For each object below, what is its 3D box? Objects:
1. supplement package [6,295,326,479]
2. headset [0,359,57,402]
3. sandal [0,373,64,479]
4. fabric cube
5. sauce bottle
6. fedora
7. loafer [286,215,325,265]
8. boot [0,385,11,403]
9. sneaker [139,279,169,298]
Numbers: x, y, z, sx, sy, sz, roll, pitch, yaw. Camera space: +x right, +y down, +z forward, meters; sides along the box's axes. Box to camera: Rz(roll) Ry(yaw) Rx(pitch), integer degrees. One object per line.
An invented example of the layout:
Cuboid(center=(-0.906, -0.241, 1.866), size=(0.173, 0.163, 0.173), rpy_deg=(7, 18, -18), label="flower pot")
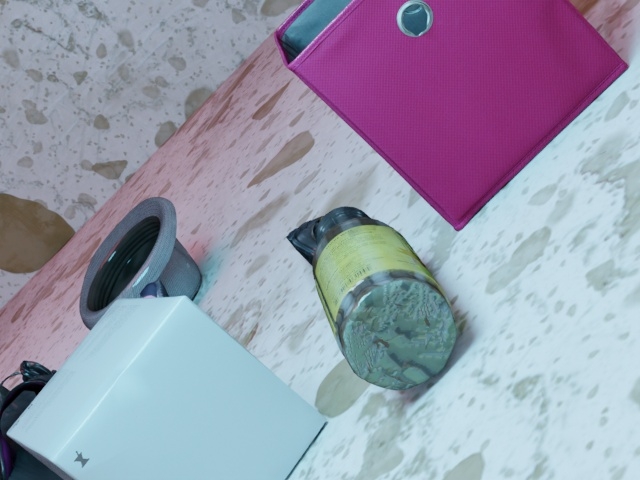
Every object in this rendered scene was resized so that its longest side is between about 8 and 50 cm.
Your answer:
Cuboid(center=(-0.168, 0.194, 1.221), size=(0.199, 0.198, 0.262), rpy_deg=(-52, 17, -18), label="supplement package")
Cuboid(center=(-0.508, 0.379, 1.851), size=(0.243, 0.185, 0.394), rpy_deg=(-27, 41, 60), label="headset")
Cuboid(center=(-0.391, 0.283, 1.647), size=(0.167, 0.107, 0.446), rpy_deg=(-12, 24, -3), label="sandal")
Cuboid(center=(0.130, -0.213, 1.296), size=(0.254, 0.258, 0.259), rpy_deg=(-44, 16, 10), label="fabric cube")
Cuboid(center=(0.049, 0.037, 1.184), size=(0.111, 0.111, 0.344), rpy_deg=(-46, 17, 8), label="sauce bottle")
Cuboid(center=(-0.285, 0.064, 1.947), size=(0.244, 0.124, 0.275), rpy_deg=(-48, 25, 6), label="fedora")
Cuboid(center=(0.000, 0.000, 1.490), size=(0.061, 0.062, 0.170), rpy_deg=(-43, 18, -1), label="loafer")
Cuboid(center=(-0.538, 0.294, 2.041), size=(0.077, 0.137, 0.198), rpy_deg=(-56, 17, -25), label="boot")
Cuboid(center=(-0.260, 0.147, 1.662), size=(0.131, 0.112, 0.319), rpy_deg=(-24, 16, -1), label="sneaker")
